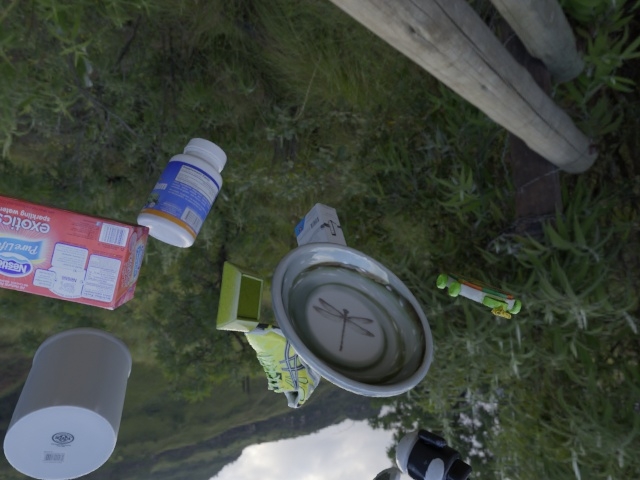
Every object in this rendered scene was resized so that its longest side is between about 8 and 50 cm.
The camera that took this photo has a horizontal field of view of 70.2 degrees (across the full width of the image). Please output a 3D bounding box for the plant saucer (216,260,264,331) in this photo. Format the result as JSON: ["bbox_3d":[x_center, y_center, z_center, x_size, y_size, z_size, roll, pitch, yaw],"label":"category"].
[{"bbox_3d":[-0.219,0.166,1.315,0.045,0.188,0.188,0,167,21],"label":"plant saucer"}]

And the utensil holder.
[{"bbox_3d":[-0.825,0.531,1.528,0.328,0.327,0.385,1,-157,-18],"label":"utensil holder"}]

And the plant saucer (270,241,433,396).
[{"bbox_3d":[0.061,0.180,1.030,0.400,0.400,0.100,4,135,-34],"label":"plant saucer"}]

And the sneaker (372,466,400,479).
[{"bbox_3d":[0.220,0.901,1.566,0.115,0.232,0.090,39,163,-25],"label":"sneaker"}]

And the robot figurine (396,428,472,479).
[{"bbox_3d":[0.420,0.835,1.708,0.278,0.209,0.173,14,164,41],"label":"robot figurine"}]

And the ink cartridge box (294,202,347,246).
[{"bbox_3d":[0.000,0.000,1.542,0.086,0.203,0.148,16,134,-35],"label":"ink cartridge box"}]

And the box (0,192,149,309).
[{"bbox_3d":[-0.487,0.013,0.819,0.300,0.154,0.142,12,179,-8],"label":"box"}]

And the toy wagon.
[{"bbox_3d":[0.597,0.199,1.672,0.267,0.068,0.344,16,-174,-9],"label":"toy wagon"}]

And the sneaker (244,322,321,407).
[{"bbox_3d":[-0.128,0.419,1.527,0.145,0.147,0.384,-10,129,38],"label":"sneaker"}]

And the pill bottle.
[{"bbox_3d":[-0.355,-0.132,1.210,0.152,0.272,0.152,16,157,7],"label":"pill bottle"}]
